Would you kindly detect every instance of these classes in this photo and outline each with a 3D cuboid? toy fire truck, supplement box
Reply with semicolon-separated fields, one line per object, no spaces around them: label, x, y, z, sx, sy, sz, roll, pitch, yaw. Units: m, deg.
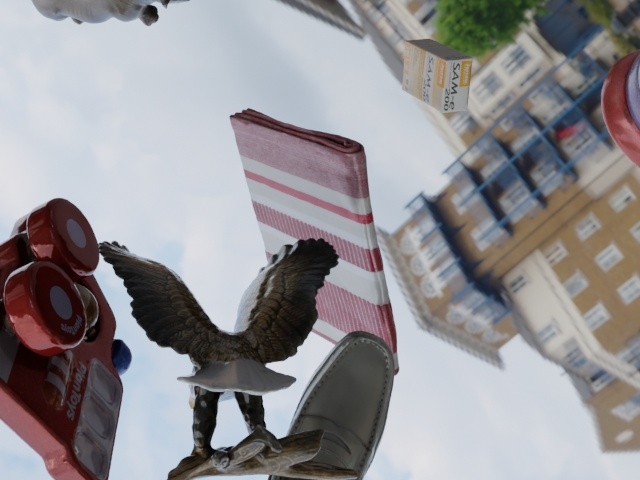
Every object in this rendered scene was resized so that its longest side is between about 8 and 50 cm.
toy fire truck;-0.314;0.114;1.058;0.254;0.169;0.302;59;-166;-32
supplement box;0.133;-0.192;1.056;0.036;0.062;0.098;-9;-153;-22

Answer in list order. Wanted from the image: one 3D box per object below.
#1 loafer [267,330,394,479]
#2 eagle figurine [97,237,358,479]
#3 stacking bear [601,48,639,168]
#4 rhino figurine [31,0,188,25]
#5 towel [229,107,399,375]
loafer;0.005;0.252;1.028;0.112;0.319;0.111;21;169;-1
eagle figurine;-0.100;0.099;0.933;0.226;0.225;0.298;34;-139;-49
stacking bear;0.429;-0.176;0.912;0.164;0.289;0.175;15;-106;-13
rhino figurine;-0.212;-0.272;0.988;0.106;0.243;0.073;-7;-79;-62
towel;0.000;0.000;1.171;0.237;0.037;0.329;25;137;45
